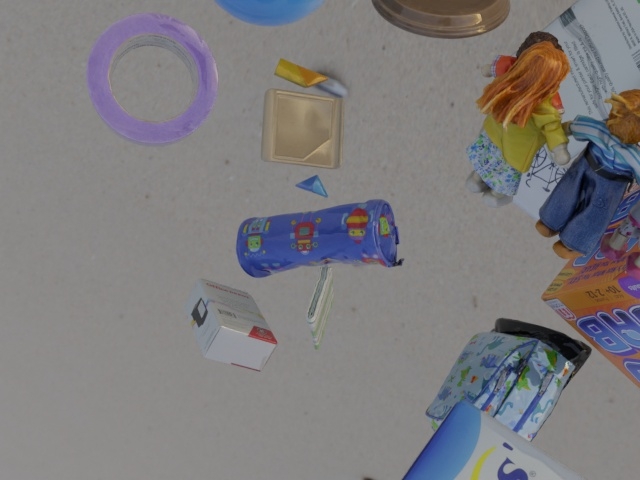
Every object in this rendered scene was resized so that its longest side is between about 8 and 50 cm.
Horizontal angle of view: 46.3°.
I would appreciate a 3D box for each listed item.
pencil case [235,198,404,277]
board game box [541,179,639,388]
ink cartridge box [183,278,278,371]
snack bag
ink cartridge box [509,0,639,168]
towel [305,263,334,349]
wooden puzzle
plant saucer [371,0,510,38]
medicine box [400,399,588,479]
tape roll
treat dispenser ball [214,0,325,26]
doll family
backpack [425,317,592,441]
[{"bbox_3d":[0.000,0.000,1.362,0.306,0.119,0.133,-6,169,27],"label":"pencil case"},{"bbox_3d":[0.709,0.075,1.360,0.356,0.356,0.356,43,166,1],"label":"board game box"},{"bbox_3d":[-0.173,0.159,1.425,0.127,0.175,0.072,21,107,-31],"label":"ink cartridge box"},{"bbox_3d":[0.557,-0.177,1.666,0.037,0.323,0.342,11,116,-29],"label":"snack bag"},{"bbox_3d":[0.324,-0.191,0.802,0.087,0.153,0.208,-4,159,-38],"label":"ink cartridge box"},{"bbox_3d":[-0.002,0.122,1.350,0.023,0.113,0.152,14,154,10],"label":"towel"},{"bbox_3d":[-0.016,-0.100,0.668,0.079,0.116,0.014,11,168,-10],"label":"wooden puzzle"},{"bbox_3d":[0.239,-0.491,1.477,0.278,0.278,0.041,11,139,6],"label":"plant saucer"},{"bbox_3d":[0.189,0.354,0.730,0.289,0.263,0.149,31,164,27],"label":"medicine box"},{"bbox_3d":[-0.250,-0.236,1.116,0.189,0.189,0.080,30,176,-14],"label":"tape roll"},{"bbox_3d":[-0.098,-0.550,1.405,0.288,0.288,0.288,9,137,8],"label":"treat dispenser ball"},{"bbox_3d":[0.215,-0.074,0.637,0.263,0.118,0.163,43,141,25],"label":"doll family"},{"bbox_3d":[0.412,0.355,1.732,0.273,0.355,0.290,24,174,-16],"label":"backpack"}]
